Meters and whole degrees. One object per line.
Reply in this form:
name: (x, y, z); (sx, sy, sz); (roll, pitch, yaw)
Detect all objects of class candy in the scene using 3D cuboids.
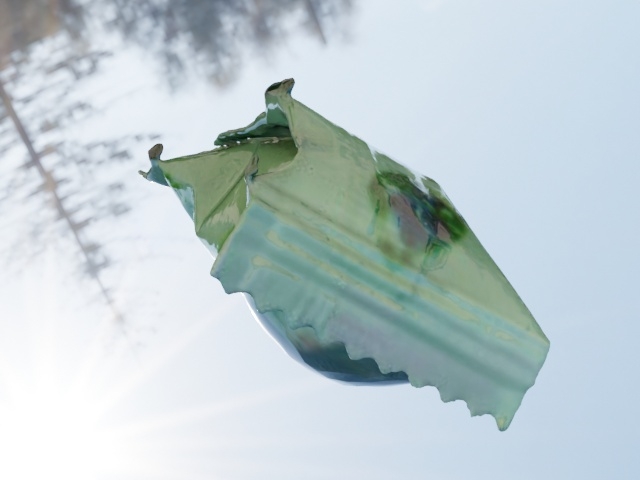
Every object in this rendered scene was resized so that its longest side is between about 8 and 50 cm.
candy: (-0.003, 0.006, 1.068); (0.172, 0.263, 0.398); (-59, -162, -5)
